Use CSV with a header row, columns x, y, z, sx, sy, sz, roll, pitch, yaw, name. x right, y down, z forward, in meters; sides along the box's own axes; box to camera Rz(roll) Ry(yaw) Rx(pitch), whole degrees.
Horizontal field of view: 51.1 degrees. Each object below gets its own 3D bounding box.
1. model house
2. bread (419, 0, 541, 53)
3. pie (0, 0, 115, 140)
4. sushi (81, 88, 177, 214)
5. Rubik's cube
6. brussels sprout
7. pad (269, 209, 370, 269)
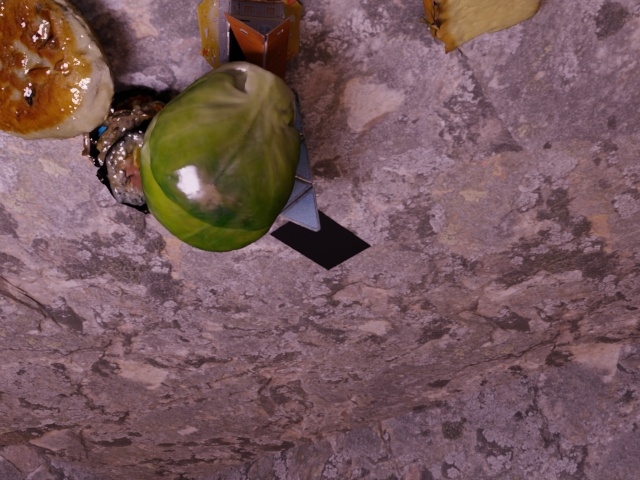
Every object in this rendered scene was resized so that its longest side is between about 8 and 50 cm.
x,y,z,sx,sy,sz,roll,pitch,yaw,name
-0.139,-0.358,1.303,0.207,0.136,0.219,2,142,-9,model house
0.278,-0.435,1.132,0.248,0.279,0.315,-22,126,13,bread
-0.537,-0.329,1.267,0.314,0.092,0.316,8,114,18,pie
-0.382,-0.205,1.419,0.238,0.219,0.225,0,130,-54,sushi
-0.131,-0.154,1.493,0.233,0.229,0.228,-10,135,22,Rubik's cube
-0.181,-0.153,1.244,0.289,0.281,0.355,28,97,-21,brussels sprout
0.000,0.000,1.874,0.170,0.006,0.245,-32,134,31,pad
